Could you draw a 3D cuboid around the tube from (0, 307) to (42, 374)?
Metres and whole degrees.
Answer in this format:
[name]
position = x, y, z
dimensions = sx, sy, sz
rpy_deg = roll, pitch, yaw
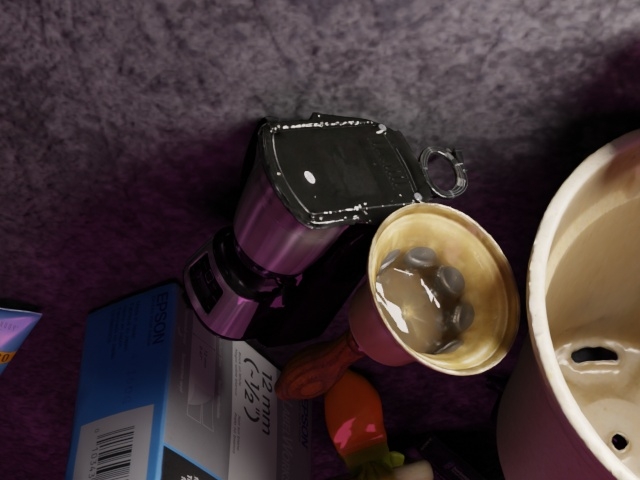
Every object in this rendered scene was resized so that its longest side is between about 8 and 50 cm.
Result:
[tube]
position = -0.332, 0.121, 1.234
dimensions = 0.080, 0.052, 0.207
rpy_deg = 9, 136, -28

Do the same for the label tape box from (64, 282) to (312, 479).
[label tape box]
position = -0.081, 0.235, 1.213
dimensions = 0.115, 0.249, 0.347
rpy_deg = -22, 138, 26

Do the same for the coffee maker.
[coffee maker]
position = 0.000, 0.000, 1.014
dimensions = 0.171, 0.120, 0.178
rpy_deg = 14, 141, -19

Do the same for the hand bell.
[hand bell]
position = 0.030, 0.076, 0.997
dimensions = 0.126, 0.126, 0.242
rpy_deg = 18, 150, -23

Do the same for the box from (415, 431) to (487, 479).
[box]
position = 0.172, 0.277, 1.392
dimensions = 0.029, 0.116, 0.162
rpy_deg = -45, 136, -9

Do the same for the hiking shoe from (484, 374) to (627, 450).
[hiking shoe]
position = 0.258, 0.263, 1.317
dimensions = 0.132, 0.113, 0.304
rpy_deg = 11, 125, 44

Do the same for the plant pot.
[plant pot]
position = 0.283, 0.122, 1.049
dimensions = 0.333, 0.334, 0.305
rpy_deg = 5, 153, -7

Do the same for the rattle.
[rattle]
position = 0.051, 0.208, 1.357
dimensions = 0.130, 0.143, 0.199
rpy_deg = -33, 168, 21
